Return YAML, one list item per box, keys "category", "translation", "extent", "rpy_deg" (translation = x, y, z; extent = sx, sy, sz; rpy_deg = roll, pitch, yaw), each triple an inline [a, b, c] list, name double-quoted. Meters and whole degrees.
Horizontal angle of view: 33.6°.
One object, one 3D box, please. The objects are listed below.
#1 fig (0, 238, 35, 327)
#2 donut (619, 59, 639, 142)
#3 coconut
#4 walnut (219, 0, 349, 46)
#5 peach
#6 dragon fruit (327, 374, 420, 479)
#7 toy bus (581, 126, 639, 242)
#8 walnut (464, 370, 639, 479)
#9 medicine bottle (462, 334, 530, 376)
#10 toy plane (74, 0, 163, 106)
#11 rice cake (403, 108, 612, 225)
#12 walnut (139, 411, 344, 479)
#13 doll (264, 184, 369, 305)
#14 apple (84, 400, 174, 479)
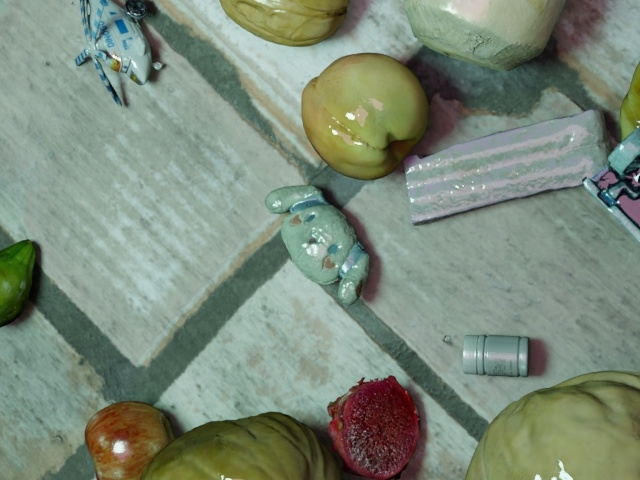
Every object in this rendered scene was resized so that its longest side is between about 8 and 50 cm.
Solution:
- category: "fig"
  translation: [-0.513, 0.061, 1.680]
  extent: [0.123, 0.123, 0.156]
  rpy_deg: [27, 85, 13]
- category: "donut"
  translation: [0.566, -0.135, 1.366]
  extent: [0.360, 0.170, 0.360]
  rpy_deg: [0, 91, 17]
- category: "coconut"
  translation: [0.229, -0.354, 1.433]
  extent: [0.224, 0.224, 0.234]
  rpy_deg: [15, 101, 14]
- category: "walnut"
  translation: [-0.056, -0.367, 1.535]
  extent: [0.206, 0.159, 0.159]
  rpy_deg: [21, 96, 13]
- category: "peach"
  translation: [0.060, -0.179, 1.497]
  extent: [0.184, 0.184, 0.184]
  rpy_deg: [0, 91, 15]
- category: "dragon fruit"
  translation: [0.061, 0.274, 1.545]
  extent: [0.111, 0.153, 0.153]
  rpy_deg: [-6, 89, 58]
- category: "toy bus"
  translation: [0.467, -0.118, 1.214]
  extent: [0.312, 0.190, 0.152]
  rpy_deg: [-46, 75, 15]
- category: "walnut"
  translation: [0.367, 0.340, 1.327]
  extent: [0.381, 0.381, 0.381]
  rpy_deg: [0, 91, 15]
- category: "medicine bottle"
  translation: [0.250, 0.163, 1.506]
  extent: [0.091, 0.058, 0.058]
  rpy_deg: [1, 91, 15]
- category: "toy plane"
  translation: [-0.342, -0.357, 1.657]
  extent: [0.273, 0.107, 0.182]
  rpy_deg: [55, 147, 26]
- category: "rice cake"
  translation: [0.261, -0.103, 1.505]
  extent: [0.298, 0.050, 0.106]
  rpy_deg: [-13, 87, 15]
- category: "walnut"
  translation: [-0.110, 0.387, 1.481]
  extent: [0.333, 0.333, 0.333]
  rpy_deg: [0, 91, 15]
- category: "doll"
  translation: [0.000, 0.000, 1.566]
  extent: [0.103, 0.071, 0.214]
  rpy_deg: [-36, 73, 0]
- category: "apple"
  translation: [-0.284, 0.315, 1.608]
  extent: [0.131, 0.146, 0.146]
  rpy_deg: [-17, 86, -9]
